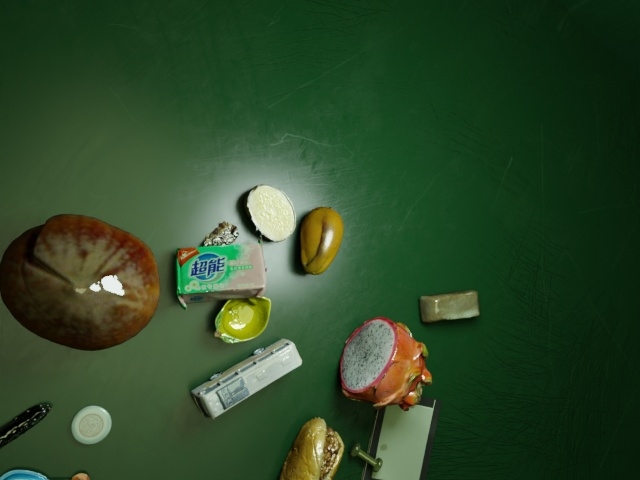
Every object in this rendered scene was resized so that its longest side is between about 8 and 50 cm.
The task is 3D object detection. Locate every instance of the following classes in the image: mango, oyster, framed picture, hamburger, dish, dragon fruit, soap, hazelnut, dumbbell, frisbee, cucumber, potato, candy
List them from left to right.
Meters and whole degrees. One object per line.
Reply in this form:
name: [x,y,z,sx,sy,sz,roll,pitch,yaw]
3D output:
cucumber: [-0.830,0.512,1.507,0.181,0.053,0.053,-33,99,-23]
hazelnut: [-0.634,0.108,1.475,0.409,0.359,0.360,27,77,-27]
frisbee: [-0.665,0.537,1.589,0.110,0.014,0.110,2,85,-22]
oyster: [-0.321,-0.003,1.759,0.086,0.029,0.132,39,73,-15]
soap: [-0.305,0.096,1.687,0.273,0.098,0.218,-3,60,-13]
dish: [-0.255,0.245,1.741,0.207,0.080,0.149,-28,96,-23]
potato: [-0.175,-0.086,1.800,0.164,0.081,0.200,-43,105,-28]
hamburger: [-0.023,0.729,1.759,0.155,0.245,0.282,29,33,-13]
mango: [0.000,0.000,1.819,0.136,0.166,0.236,15,80,-16]
dumbbell: [0.156,0.745,1.879,0.117,0.046,0.052,34,85,-3]
dragon fruit: [0.230,0.427,1.824,0.225,0.305,0.306,32,75,-25]
framed picture: [0.294,0.722,1.964,0.264,0.016,0.348,16,81,-20]
candy: [0.481,0.245,2.028,0.233,0.102,0.104,-4,88,-25]

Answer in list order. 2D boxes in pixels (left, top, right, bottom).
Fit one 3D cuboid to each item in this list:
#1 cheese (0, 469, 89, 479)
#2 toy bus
cheese: [-0.777,0.693,1.522,0.255,0.037,0.106,10,84,-23]
toy bus: [-0.226,0.430,1.709,0.342,0.138,0.097,-27,99,-23]
